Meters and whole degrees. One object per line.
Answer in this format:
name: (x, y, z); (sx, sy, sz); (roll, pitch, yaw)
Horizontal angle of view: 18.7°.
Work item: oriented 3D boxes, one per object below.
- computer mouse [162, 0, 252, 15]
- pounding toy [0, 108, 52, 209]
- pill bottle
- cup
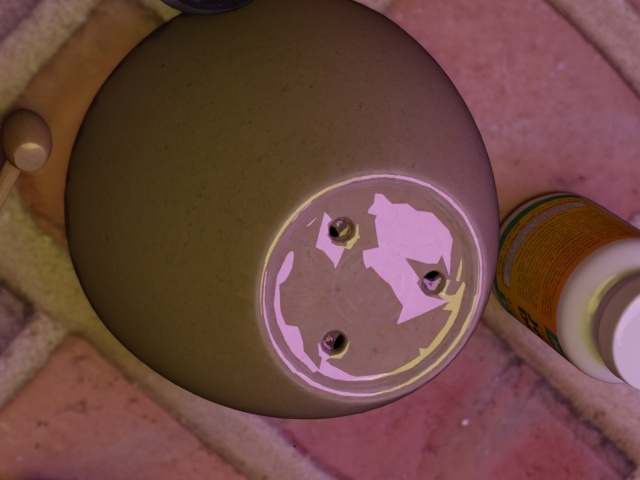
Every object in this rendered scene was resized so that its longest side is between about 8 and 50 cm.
computer mouse: (-0.125, -0.270, 1.361); (0.188, 0.072, 0.272); (-45, 130, 0)
pounding toy: (-0.297, 0.003, 1.360); (0.269, 0.154, 0.155); (-30, 114, -7)
pill bottle: (0.222, 0.043, 1.520); (0.118, 0.208, 0.117); (-6, 109, -17)
cup: (0.000, 0.000, 1.417); (0.331, 0.237, 0.331); (-6, 109, -17)
